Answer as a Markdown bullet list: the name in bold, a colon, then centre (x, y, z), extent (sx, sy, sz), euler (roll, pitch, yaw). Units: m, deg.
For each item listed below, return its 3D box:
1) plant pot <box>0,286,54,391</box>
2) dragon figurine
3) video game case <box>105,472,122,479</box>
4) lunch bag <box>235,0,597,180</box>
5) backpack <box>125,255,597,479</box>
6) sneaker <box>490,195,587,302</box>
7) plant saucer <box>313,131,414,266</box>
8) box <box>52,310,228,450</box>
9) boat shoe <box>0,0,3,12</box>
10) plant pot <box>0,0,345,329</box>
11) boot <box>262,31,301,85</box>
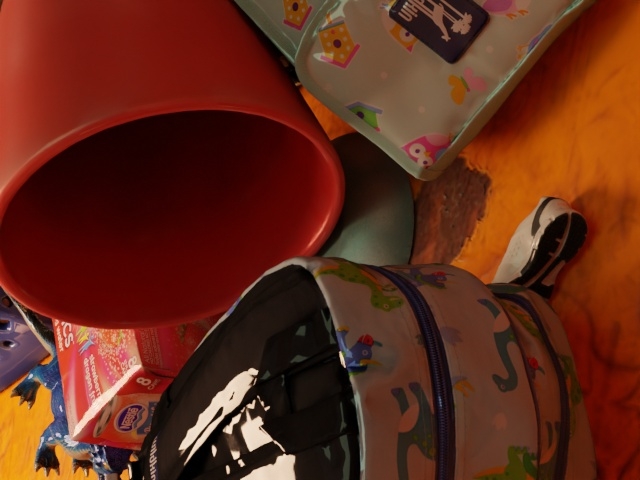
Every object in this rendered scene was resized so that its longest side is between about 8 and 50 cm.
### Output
- **plant pot**: centre (-0.424, 0.028, 1.515), extent (0.236, 0.212, 0.236), euler (-35, 52, 42)
- **dragon figurine**: centre (-0.233, 0.139, 1.327), extent (0.144, 0.085, 0.289), euler (-44, 51, 33)
- **video game case**: centre (-0.146, 0.244, 0.999), extent (0.087, 0.011, 0.122), euler (83, 180, -65)
- **lunch bag**: centre (0.071, -0.202, 0.993), extent (0.223, 0.160, 0.262), euler (-50, 55, 22)
- **backpack**: centre (0.013, 0.150, 0.880), extent (0.355, 0.273, 0.290), euler (104, 163, -57)
- **sneaker**: centre (0.144, 0.017, 0.924), extent (0.109, 0.040, 0.044), euler (-56, 24, 19)
- **plant saucer**: centre (0.000, 0.000, 1.113), extent (0.195, 0.037, 0.195), euler (-21, 62, 47)
- **box**: centre (-0.168, 0.054, 1.241), extent (0.128, 0.122, 0.257), euler (-45, 46, 34)
- **boat shoe**: centre (-0.252, -0.209, 1.387), extent (0.121, 0.110, 0.341), euler (-37, 60, 5)
- **plant pot**: centre (-0.142, -0.101, 1.067), extent (0.275, 0.275, 0.243), euler (-47, 46, 33)
- **boot**: centre (-0.071, -0.119, 1.211), extent (0.178, 0.085, 0.236), euler (-22, 63, 44)
